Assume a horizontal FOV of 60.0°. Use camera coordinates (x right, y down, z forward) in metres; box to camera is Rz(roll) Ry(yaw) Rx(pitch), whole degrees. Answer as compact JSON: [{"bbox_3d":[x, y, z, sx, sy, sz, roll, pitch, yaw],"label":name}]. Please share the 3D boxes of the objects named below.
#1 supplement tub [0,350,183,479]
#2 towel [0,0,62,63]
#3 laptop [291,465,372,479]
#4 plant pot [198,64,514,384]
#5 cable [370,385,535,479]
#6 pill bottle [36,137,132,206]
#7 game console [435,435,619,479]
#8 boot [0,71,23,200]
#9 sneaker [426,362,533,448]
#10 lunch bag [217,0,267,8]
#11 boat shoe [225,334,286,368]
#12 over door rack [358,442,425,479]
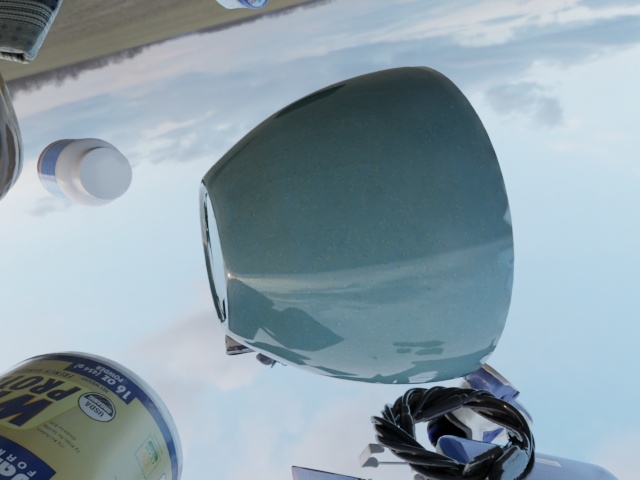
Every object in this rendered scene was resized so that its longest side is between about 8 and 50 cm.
[{"bbox_3d":[-0.270,0.243,0.445,0.228,0.228,0.316,-11,-173,8],"label":"supplement tub"},{"bbox_3d":[-0.503,-0.363,0.746,0.324,0.056,0.312,5,-119,-5],"label":"towel"},{"bbox_3d":[0.032,0.769,1.271,0.236,0.382,0.408,-9,177,8],"label":"laptop"},{"bbox_3d":[0.000,0.000,0.496,0.195,0.290,0.290,-9,-160,-18],"label":"plant pot"},{"bbox_3d":[0.139,0.200,0.570,0.150,0.047,0.184,15,-164,37],"label":"cable"},{"bbox_3d":[-0.431,-0.126,1.017,0.124,0.124,0.221,-29,-155,-32],"label":"pill bottle"},{"bbox_3d":[0.288,0.401,0.684,0.293,0.173,0.250,16,-171,-15],"label":"game console"},{"bbox_3d":[-0.253,-0.153,0.335,0.112,0.305,0.115,-32,178,12],"label":"boot"},{"bbox_3d":[0.301,0.353,1.092,0.182,0.315,0.127,-46,-129,-3],"label":"sneaker"},{"bbox_3d":[-0.129,-0.495,0.871,0.090,0.176,0.219,20,-97,36],"label":"lunch bag"},{"bbox_3d":[-0.108,0.242,1.251,0.258,0.089,0.109,-1,164,41],"label":"boat shoe"},{"bbox_3d":[0.215,0.533,1.050,0.324,0.108,0.239,21,-148,-30],"label":"over door rack"}]
